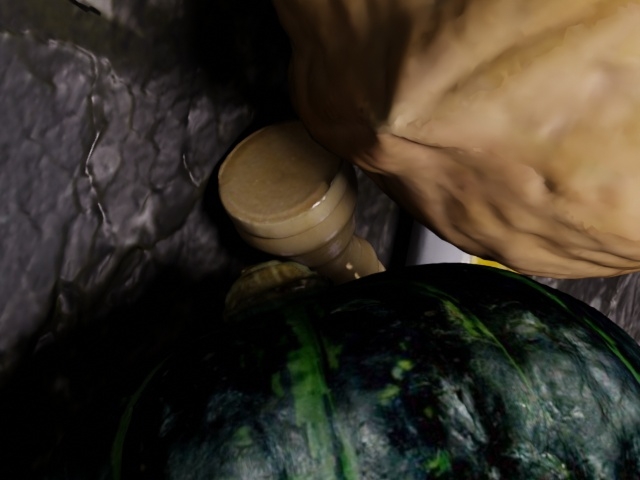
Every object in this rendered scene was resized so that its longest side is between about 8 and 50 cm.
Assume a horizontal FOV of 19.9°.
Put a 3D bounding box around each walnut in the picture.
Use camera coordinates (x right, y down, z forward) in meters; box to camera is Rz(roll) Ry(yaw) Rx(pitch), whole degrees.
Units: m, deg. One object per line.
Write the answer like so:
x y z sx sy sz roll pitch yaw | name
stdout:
0.129 -0.134 0.833 0.344 0.306 0.306 -43 135 -35 | walnut

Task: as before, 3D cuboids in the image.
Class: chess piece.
0.000 0.000 0.915 0.066 0.066 0.122 -55 143 -20 | chess piece

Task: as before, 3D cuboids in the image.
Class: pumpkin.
0.020 0.121 0.820 0.315 0.315 0.238 -5 76 -50 | pumpkin

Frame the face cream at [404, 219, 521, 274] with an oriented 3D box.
0.080 0.027 1.027 0.084 0.057 0.198 -5 109 -51 | face cream
